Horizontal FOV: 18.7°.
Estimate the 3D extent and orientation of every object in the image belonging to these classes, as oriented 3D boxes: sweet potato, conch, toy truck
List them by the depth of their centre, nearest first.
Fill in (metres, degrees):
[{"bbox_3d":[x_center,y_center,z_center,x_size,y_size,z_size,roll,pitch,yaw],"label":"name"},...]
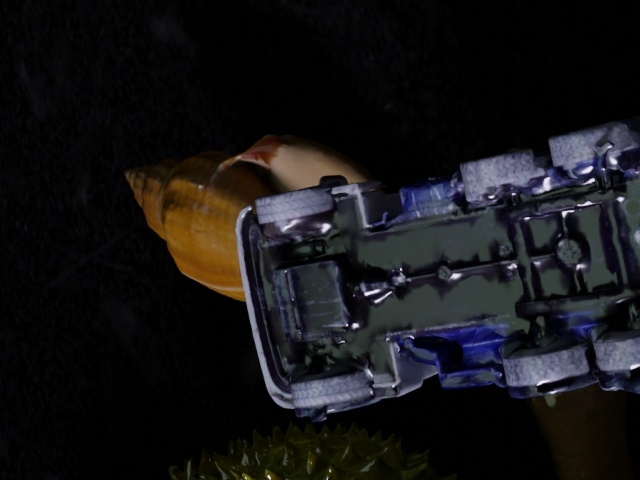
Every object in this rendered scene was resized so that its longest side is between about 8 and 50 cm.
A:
[{"bbox_3d":[0.101,0.011,0.978,0.268,0.155,0.124,-10,92,36],"label":"toy truck"},{"bbox_3d":[0.142,0.079,1.086,0.067,0.067,0.273,5,110,53],"label":"sweet potato"},{"bbox_3d":[0.002,0.002,1.240,0.330,0.093,0.109,20,76,27],"label":"conch"}]

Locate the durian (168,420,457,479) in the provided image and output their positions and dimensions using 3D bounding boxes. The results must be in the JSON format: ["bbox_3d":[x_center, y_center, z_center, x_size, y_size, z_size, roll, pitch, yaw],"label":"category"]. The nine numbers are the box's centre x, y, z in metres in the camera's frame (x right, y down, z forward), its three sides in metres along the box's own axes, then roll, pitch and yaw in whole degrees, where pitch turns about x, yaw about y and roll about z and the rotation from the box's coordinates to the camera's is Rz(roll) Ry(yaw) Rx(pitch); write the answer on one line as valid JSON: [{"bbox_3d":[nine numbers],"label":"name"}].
[{"bbox_3d":[-0.011,0.254,1.234,0.291,0.225,0.291,-12,66,28],"label":"durian"}]
